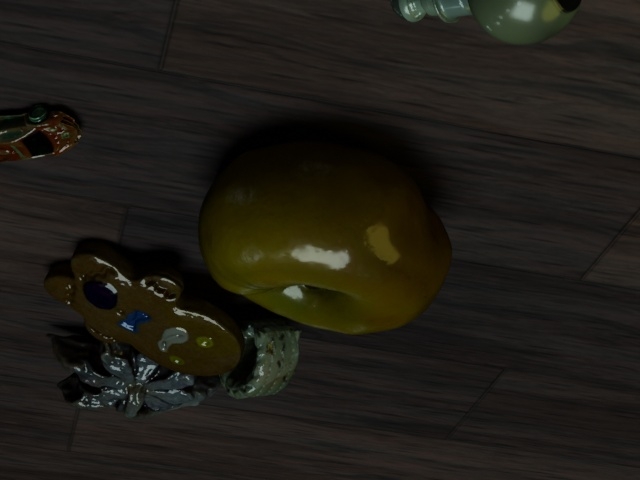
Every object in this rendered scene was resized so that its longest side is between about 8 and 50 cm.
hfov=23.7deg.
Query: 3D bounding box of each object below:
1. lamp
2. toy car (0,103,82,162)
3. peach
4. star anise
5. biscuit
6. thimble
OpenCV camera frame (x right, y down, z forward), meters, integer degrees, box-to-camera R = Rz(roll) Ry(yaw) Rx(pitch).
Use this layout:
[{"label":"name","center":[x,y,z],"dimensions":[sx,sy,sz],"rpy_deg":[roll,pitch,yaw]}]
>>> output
[{"label":"lamp","center":[0.122,-0.196,1.192],"dimensions":[0.163,0.091,0.091],"rpy_deg":[1,155,39]},{"label":"toy car","center":[-0.288,-0.097,1.456],"dimensions":[0.122,0.035,0.059],"rpy_deg":[-3,146,16]},{"label":"peach","center":[0.000,0.000,1.492],"dimensions":[0.251,0.153,0.251],"rpy_deg":[17,158,7]},{"label":"star anise","center":[-0.218,0.170,1.885],"dimensions":[0.230,0.081,0.262],"rpy_deg":[-18,144,15]},{"label":"biscuit","center":[-0.193,0.084,1.720],"dimensions":[0.236,0.039,0.180],"rpy_deg":[30,141,-19]},{"label":"thimble","center":[-0.071,0.135,1.786],"dimensions":[0.062,0.084,0.110],"rpy_deg":[-5,148,-39]}]
